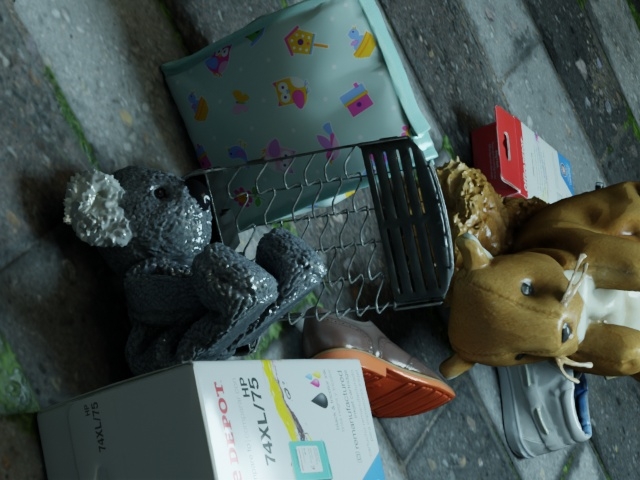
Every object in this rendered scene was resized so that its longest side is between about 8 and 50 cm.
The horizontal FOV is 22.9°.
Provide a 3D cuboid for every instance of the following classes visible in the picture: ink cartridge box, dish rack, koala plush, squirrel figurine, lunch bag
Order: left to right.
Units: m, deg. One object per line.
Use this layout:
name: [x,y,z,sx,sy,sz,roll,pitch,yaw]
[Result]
koala plush: [-0.152,0.018,1.563,0.221,0.203,0.196,52,21,9]
ink cartridge box: [-0.093,0.228,1.482,0.270,0.197,0.198,5,69,-56]
lunch bag: [-0.013,-0.149,1.748,0.160,0.262,0.223,-24,94,-58]
dish rack: [0.000,0.000,1.668,0.074,0.271,0.208,-53,132,-67]
ink cartridge box: [0.296,-0.094,2.371,0.231,0.078,0.134,31,48,-46]
squirrel figurine: [0.260,0.058,2.037,0.370,0.397,0.281,-15,121,-44]

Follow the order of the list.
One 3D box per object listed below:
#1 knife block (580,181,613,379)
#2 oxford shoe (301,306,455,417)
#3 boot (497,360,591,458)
knife block: [0.443,0.051,2.513,0.242,0.088,0.276,39,44,-40]
oxford shoe: [0.074,0.145,1.890,0.271,0.097,0.098,29,40,-52]
boot: [0.314,0.170,2.213,0.095,0.123,0.258,15,62,-54]
